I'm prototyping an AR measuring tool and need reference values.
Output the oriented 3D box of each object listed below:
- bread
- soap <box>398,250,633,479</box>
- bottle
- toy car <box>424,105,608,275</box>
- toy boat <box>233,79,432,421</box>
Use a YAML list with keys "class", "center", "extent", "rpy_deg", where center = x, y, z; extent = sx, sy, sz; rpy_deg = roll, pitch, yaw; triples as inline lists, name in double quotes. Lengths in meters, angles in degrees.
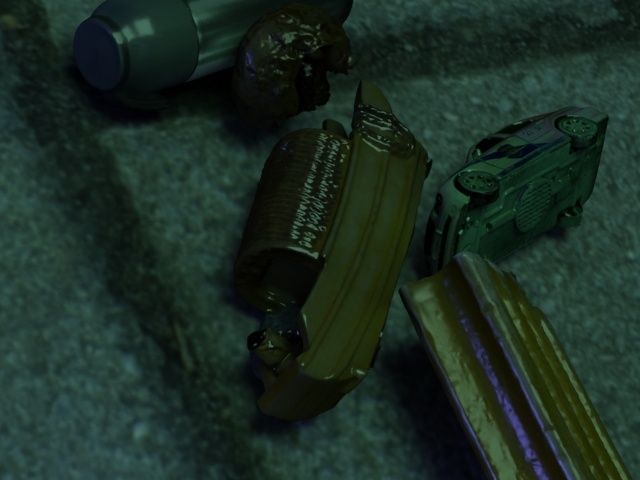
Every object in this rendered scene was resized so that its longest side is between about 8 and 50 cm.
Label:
- class: "bread"
  center: [-0.020, -0.138, 1.493]
  extent: [0.060, 0.082, 0.113]
  rpy_deg: [22, 52, 36]
- class: "soap"
  center: [0.152, 0.128, 1.393]
  extent: [0.232, 0.073, 0.140]
  rpy_deg: [64, 15, 23]
- class: "bottle"
  center: [-0.079, -0.167, 1.521]
  extent: [0.254, 0.079, 0.096]
  rpy_deg: [-23, 108, -43]
- class: "toy car"
  center: [0.149, -0.042, 1.554]
  extent: [0.076, 0.090, 0.224]
  rpy_deg: [30, 39, 30]
- class: "toy boat"
  center: [0.000, 0.000, 1.424]
  extent: [0.115, 0.089, 0.310]
  rpy_deg: [31, 45, -12]
